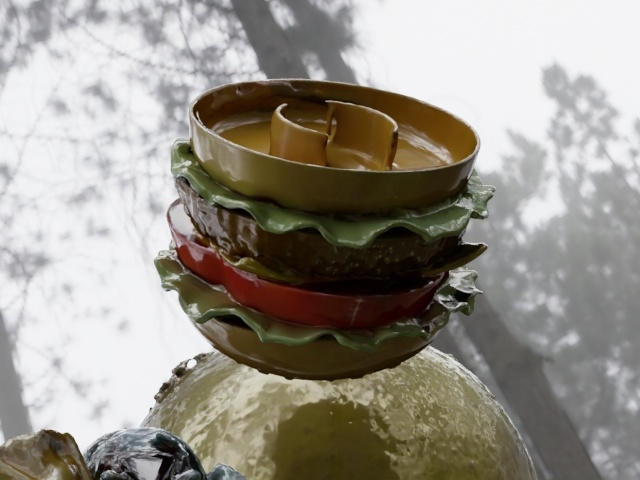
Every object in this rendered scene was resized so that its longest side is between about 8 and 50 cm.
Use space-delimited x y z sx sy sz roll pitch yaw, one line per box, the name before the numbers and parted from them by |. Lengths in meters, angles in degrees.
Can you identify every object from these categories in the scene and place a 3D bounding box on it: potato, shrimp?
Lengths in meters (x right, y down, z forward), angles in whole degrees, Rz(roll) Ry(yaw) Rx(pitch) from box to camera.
potato | 0.005 0.257 1.365 0.442 0.319 0.385 -3 -38 8
shrimp | -0.132 0.202 0.918 0.222 0.166 0.410 -5 2 -12

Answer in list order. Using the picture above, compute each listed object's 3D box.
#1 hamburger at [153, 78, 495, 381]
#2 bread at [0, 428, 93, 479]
hamburger | 0.000 0.000 1.074 0.275 0.274 0.212 -3 -65 -25
bread | -0.134 0.219 0.708 0.088 0.231 0.128 -15 -12 -1
